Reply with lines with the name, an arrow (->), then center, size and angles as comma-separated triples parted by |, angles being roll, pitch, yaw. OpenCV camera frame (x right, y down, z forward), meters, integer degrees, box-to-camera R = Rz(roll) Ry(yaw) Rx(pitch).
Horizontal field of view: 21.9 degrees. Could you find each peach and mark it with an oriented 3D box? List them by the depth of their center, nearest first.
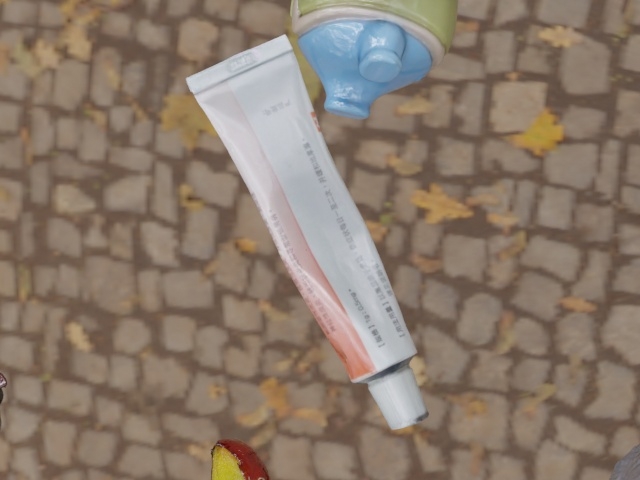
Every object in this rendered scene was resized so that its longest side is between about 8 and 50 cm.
peach -> -0.070, 0.219, 1.478 | 0.083, 0.050, 0.077 | 62, 141, 21

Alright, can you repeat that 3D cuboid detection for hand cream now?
hand cream -> -0.001, 0.000, 0.873 | 0.038, 0.052, 0.216 | -29, 84, 50

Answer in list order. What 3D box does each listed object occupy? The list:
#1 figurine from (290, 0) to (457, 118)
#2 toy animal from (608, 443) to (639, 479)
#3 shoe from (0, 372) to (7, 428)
figurine -> 0.054, -0.219, 1.122 | 0.153, 0.180, 0.262 | 11, 83, 15
toy animal -> 0.289, 0.272, 1.415 | 0.302, 0.284, 0.225 | -13, 79, 1
shoe -> -0.357, 0.164, 1.559 | 0.125, 0.227, 0.099 | -9, 76, 4
